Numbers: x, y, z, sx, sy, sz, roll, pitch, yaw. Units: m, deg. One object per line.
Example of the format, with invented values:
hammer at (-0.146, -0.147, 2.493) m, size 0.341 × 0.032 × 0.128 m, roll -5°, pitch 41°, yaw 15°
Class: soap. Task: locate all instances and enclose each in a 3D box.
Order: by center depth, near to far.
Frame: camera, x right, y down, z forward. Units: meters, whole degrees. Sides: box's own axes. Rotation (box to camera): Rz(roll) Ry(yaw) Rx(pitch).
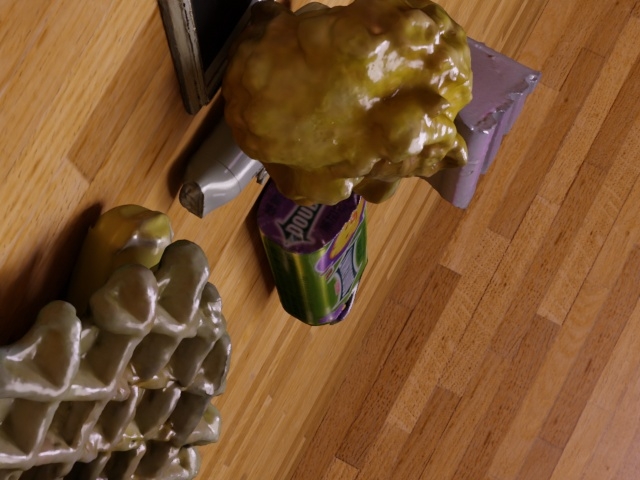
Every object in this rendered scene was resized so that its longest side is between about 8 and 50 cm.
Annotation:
soap at (0.202, -0.215, 1.782) m, size 0.257 × 0.159 × 0.302 m, roll -56°, pitch 171°, yaw -17°

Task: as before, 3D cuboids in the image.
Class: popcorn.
popcorn at (0.021, -0.101, 0.943) m, size 0.197 × 0.198 × 0.155 m, roll 59°, pitch 30°, yaw -79°

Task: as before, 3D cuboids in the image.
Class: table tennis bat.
table tennis bat at (-0.194, 0.130, 0.954) m, size 0.224 × 0.054 × 0.368 m, roll -31°, pitch 151°, yaw -60°

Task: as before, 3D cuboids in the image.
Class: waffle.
waffle at (-0.172, 0.150, 0.878) m, size 0.292 × 0.056 × 0.309 m, roll -37°, pitch 154°, yaw -31°

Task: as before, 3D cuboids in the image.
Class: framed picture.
framed picture at (-0.024, -0.247, 0.908) m, size 0.293 × 0.018 × 0.231 m, roll -60°, pitch 170°, yaw -16°

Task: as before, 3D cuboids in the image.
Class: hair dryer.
hair dryer at (-0.054, -0.080, 1.136) m, size 0.206 × 0.075 × 0.237 m, roll -52°, pitch 176°, yaw -18°

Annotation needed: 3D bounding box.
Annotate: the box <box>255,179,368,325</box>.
box at (0.000, 0.000, 1.480) m, size 0.134 × 0.097 × 0.345 m, roll -61°, pitch 171°, yaw -14°
